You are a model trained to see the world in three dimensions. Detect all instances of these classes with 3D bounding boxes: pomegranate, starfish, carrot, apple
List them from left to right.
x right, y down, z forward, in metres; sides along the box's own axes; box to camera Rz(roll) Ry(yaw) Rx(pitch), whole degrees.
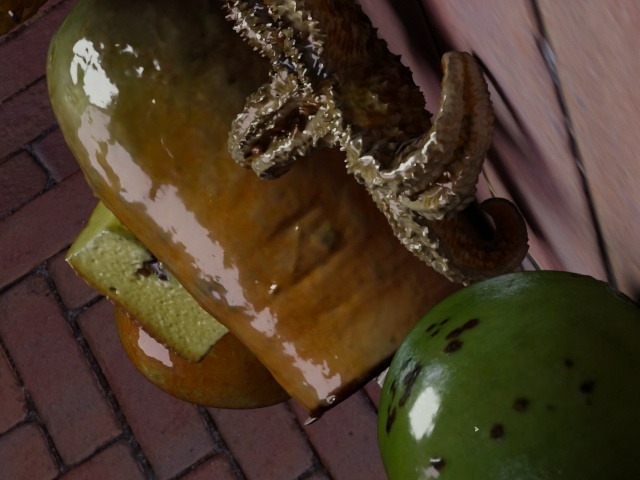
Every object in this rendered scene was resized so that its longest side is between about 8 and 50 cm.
[{"bbox_3d":[-0.077,0.032,1.490,0.237,0.237,0.208,-125,38,-56],"label":"apple"},{"bbox_3d":[-0.037,-0.052,1.178,0.341,0.224,0.224,53,179,0],"label":"carrot"},{"bbox_3d":[0.004,-0.104,0.923,0.303,0.113,0.312,54,169,14],"label":"starfish"},{"bbox_3d":[0.080,0.116,0.775,0.181,0.224,0.181,62,-175,-9],"label":"pomegranate"}]

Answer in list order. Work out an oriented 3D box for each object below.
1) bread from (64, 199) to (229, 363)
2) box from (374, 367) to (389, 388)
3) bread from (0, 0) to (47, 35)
[{"bbox_3d":[-0.084,-0.068,1.381,0.138,0.077,0.361,39,-139,-15],"label":"bread"},{"bbox_3d":[0.121,0.121,1.494,0.243,0.067,0.155,58,-153,-14],"label":"box"},{"bbox_3d":[-0.208,-0.258,0.942,0.204,0.337,0.358,33,180,1],"label":"bread"}]
